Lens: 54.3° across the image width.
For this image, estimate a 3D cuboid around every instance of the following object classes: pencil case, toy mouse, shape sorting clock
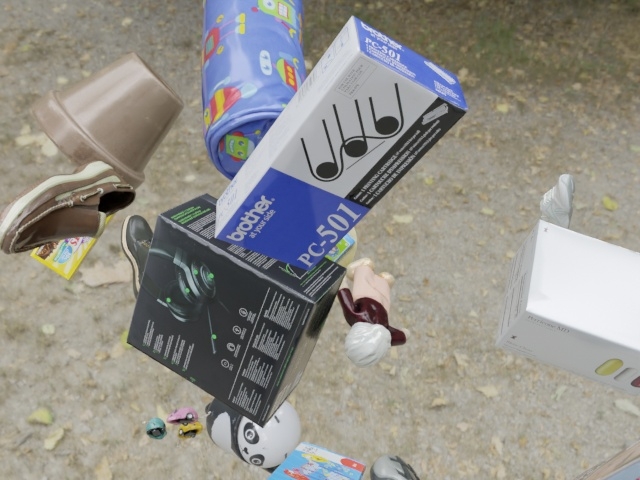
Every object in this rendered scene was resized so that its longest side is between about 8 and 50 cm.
[{"bbox_3d":[-0.069,-0.201,0.716,0.133,0.119,0.306,10,53,-26],"label":"pencil case"},{"bbox_3d":[-0.298,0.365,1.255,0.161,0.143,0.031,-36,48,28],"label":"toy mouse"},{"bbox_3d":[0.000,0.000,1.693,0.206,0.206,0.040,14,18,17],"label":"shape sorting clock"}]

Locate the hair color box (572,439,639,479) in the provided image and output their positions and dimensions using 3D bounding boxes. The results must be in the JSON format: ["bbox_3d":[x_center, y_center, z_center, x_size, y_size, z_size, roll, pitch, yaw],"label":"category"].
[{"bbox_3d":[0.440,0.364,0.873,0.185,0.374,0.113,-21,62,-29],"label":"hair color box"}]

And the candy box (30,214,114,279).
[{"bbox_3d":[-0.556,-0.023,1.420,0.105,0.027,0.206,33,89,-5],"label":"candy box"}]

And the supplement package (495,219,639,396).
[{"bbox_3d":[0.471,0.118,1.100,0.262,0.145,0.204,19,55,5],"label":"supplement package"}]

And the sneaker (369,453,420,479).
[{"bbox_3d":[0.118,0.383,0.776,0.106,0.267,0.101,-30,20,0],"label":"sneaker"}]

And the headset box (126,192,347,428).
[{"bbox_3d":[-0.142,0.098,0.959,0.283,0.246,0.131,27,27,13],"label":"headset box"}]

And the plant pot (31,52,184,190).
[{"bbox_3d":[-0.416,-0.258,1.295,0.229,0.263,0.263,-43,49,3],"label":"plant pot"}]

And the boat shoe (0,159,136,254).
[{"bbox_3d":[-0.355,-0.044,0.906,0.095,0.095,0.257,33,32,0],"label":"boat shoe"}]

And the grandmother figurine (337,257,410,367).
[{"bbox_3d":[0.107,0.160,1.343,0.208,0.104,0.342,29,23,-3],"label":"grandmother figurine"}]

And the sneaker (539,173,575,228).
[{"bbox_3d":[0.445,-0.072,1.179,0.061,0.152,0.053,14,63,24],"label":"sneaker"}]

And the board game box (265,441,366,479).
[{"bbox_3d":[-0.053,0.383,0.596,0.086,0.302,0.308,16,86,11],"label":"board game box"}]

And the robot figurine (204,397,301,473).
[{"bbox_3d":[-0.172,0.450,1.527,0.278,0.209,0.173,3,64,51],"label":"robot figurine"}]

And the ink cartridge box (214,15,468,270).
[{"bbox_3d":[0.007,-0.062,0.488,0.097,0.207,0.046,21,44,-27],"label":"ink cartridge box"}]

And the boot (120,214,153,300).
[{"bbox_3d":[-0.317,0.010,1.210,0.077,0.137,0.198,0,59,-44],"label":"boot"}]
